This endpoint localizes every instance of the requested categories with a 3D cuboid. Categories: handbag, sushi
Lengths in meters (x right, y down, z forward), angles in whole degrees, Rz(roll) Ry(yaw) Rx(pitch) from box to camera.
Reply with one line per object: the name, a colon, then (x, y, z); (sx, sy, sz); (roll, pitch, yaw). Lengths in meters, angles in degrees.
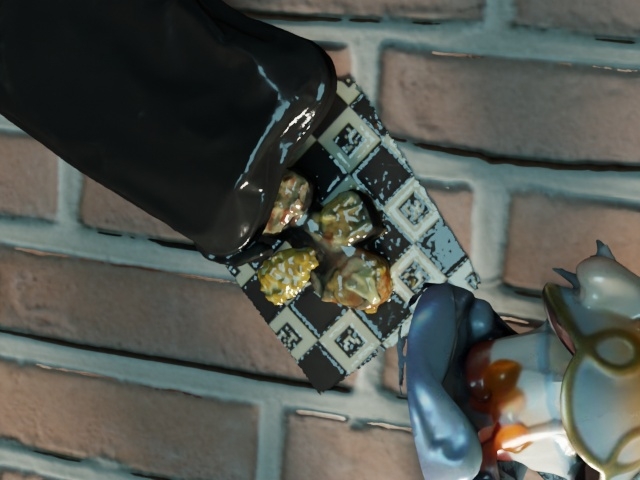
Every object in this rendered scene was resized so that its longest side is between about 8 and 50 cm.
handbag: (-0.138, -0.130, 1.095); (0.332, 0.075, 0.191); (33, 101, 20)
sushi: (0.000, 0.000, 1.088); (0.192, 0.040, 0.210); (-36, 83, 20)

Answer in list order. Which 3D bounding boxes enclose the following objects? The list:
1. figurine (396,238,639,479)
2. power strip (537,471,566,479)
figurine: (0.279, 0.088, 0.897); (0.388, 0.248, 0.277); (-14, 94, 24)
power strip: (0.189, 0.173, 1.045); (0.038, 0.029, 0.111); (-44, 82, 13)
